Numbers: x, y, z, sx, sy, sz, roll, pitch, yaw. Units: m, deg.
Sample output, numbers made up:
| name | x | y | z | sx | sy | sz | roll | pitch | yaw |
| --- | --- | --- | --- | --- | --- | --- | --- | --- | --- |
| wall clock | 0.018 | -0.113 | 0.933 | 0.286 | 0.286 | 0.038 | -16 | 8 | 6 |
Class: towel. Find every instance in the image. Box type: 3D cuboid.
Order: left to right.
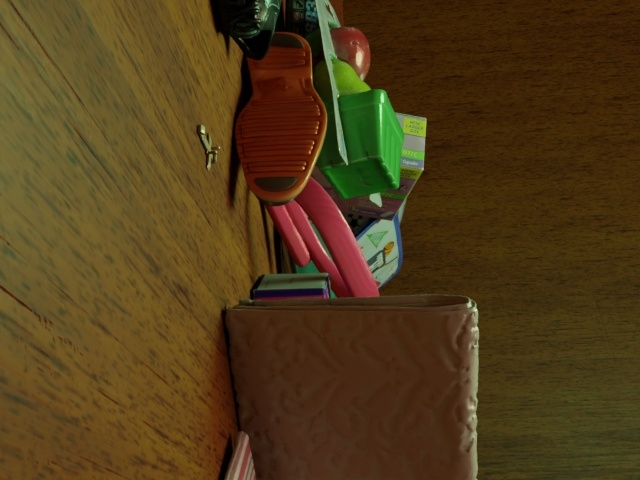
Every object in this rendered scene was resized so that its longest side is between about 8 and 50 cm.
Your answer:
| name | x | y | z | sx | sy | sz | roll | pitch | yaw |
| --- | --- | --- | --- | --- | --- | --- | --- | --- | --- |
| towel | -0.099 | 0.356 | 1.284 | 0.144 | 0.029 | 0.197 | -79 | 163 | -68 |
| towel | 0.047 | 0.222 | 1.357 | 0.053 | 0.317 | 0.331 | -71 | 159 | -63 |

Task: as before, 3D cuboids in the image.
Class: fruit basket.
| name | x | y | z | sx | sy | sz | roll | pitch | yaw |
| --- | --- | --- | --- | --- | --- | --- | --- | --- | --- |
| fruit basket | 0.030 | -0.258 | 1.789 | 0.327 | 0.165 | 0.353 | 45 | 28 | -71 |

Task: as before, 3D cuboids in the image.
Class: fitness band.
| name | x | y | z | sx | sy | sz | roll | pitch | yaw |
| --- | --- | --- | --- | --- | --- | --- | --- | --- | --- |
| fitness band | 0.000 | 0.000 | 1.647 | 0.209 | 0.054 | 0.290 | 30 | -27 | 54 |

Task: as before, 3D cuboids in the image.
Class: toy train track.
| name | x | y | z | sx | sy | sz | roll | pitch | yaw |
| --- | --- | --- | --- | --- | --- | --- | --- | --- | --- |
| toy train track | -0.132 | -0.115 | 1.246 | 0.083 | 0.014 | 0.048 | 73 | 15 | -67 |

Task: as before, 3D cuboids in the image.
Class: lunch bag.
| name | x | y | z | sx | sy | sz | roll | pitch | yaw |
| --- | --- | --- | --- | --- | --- | --- | --- | --- | --- |
| lunch bag | 0.073 | -0.054 | 2.334 | 0.328 | 0.239 | 0.385 | 79 | 26 | -60 |

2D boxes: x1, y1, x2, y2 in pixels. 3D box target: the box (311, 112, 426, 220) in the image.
| name | x | y | z | sx | sy | sz | roll | pitch | yaw |
| --- | --- | --- | --- | --- | --- | --- | --- | --- | --- |
| box | 0.073 | -0.152 | 2.048 | 0.243 | 0.214 | 0.117 | 116 | -18 | -64 |

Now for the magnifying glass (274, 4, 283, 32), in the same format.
| name | x | y | z | sx | sy | sz | roll | pitch | yaw |
| --- | --- | --- | --- | --- | --- | --- | --- | --- | --- |
| magnifying glass | -0.088 | -0.442 | 1.856 | 0.231 | 0.026 | 0.092 | 78 | 11 | -56 |

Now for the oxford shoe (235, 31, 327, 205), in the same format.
| name | x | y | z | sx | sy | sz | roll | pitch | yaw |
| --- | --- | --- | --- | --- | --- | --- | --- | --- | --- |
| oxford shoe | -0.054 | -0.160 | 1.540 | 0.363 | 0.130 | 0.132 | -88 | 178 | -46 |

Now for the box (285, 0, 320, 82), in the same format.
| name | x | y | z | sx | sy | sz | roll | pitch | yaw |
| --- | --- | --- | --- | --- | --- | --- | --- | --- | --- |
| box | -0.032 | -0.445 | 1.983 | 0.293 | 0.073 | 0.295 | -89 | -179 | -59 |

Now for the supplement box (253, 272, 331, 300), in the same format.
| name | x | y | z | sx | sy | sz | roll | pitch | yaw |
| --- | --- | --- | --- | --- | --- | --- | --- | --- | --- |
| supplement box | -0.037 | 0.169 | 1.591 | 0.111 | 0.114 | 0.220 | -71 | 159 | -79 |

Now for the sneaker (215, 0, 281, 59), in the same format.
| name | x | y | z | sx | sy | sz | roll | pitch | yaw |
| --- | --- | --- | --- | --- | --- | --- | --- | --- | --- |
| sneaker | -0.092 | -0.331 | 1.354 | 0.267 | 0.101 | 0.106 | 68 | 22 | -73 |

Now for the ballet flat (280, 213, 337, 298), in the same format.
| name | x | y | z | sx | sy | sz | roll | pitch | yaw |
| --- | --- | --- | --- | --- | --- | --- | --- | --- | --- |
| ballet flat | -0.011 | 0.130 | 1.909 | 0.139 | 0.139 | 0.400 | -74 | 160 | -74 |
